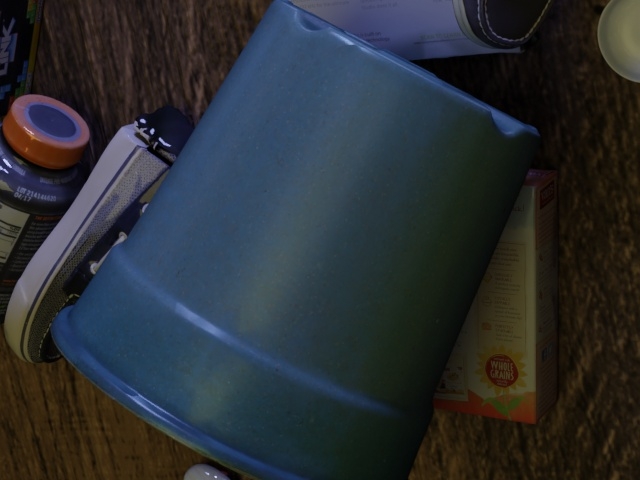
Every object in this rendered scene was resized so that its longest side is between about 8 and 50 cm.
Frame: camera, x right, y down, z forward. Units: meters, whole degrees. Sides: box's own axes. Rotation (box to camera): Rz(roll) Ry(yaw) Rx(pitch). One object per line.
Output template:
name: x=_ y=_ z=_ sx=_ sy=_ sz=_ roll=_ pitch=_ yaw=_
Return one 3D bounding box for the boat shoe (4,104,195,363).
boat shoe: x=-0.197 y=0.038 z=1.668 sx=0.158 sy=0.127 sz=0.340 roll=44 pitch=121 yaw=18

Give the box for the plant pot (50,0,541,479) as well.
plant pot: x=0.000 y=0.000 z=1.361 sx=0.341 sy=0.341 sz=0.334 roll=30 pitch=99 yaw=17

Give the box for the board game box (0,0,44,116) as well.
board game box: x=-0.349 y=-0.206 z=1.666 sx=0.048 sy=0.141 sz=0.170 roll=23 pitch=117 yaw=21

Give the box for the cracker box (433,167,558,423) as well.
cracker box: x=0.140 y=0.045 z=1.521 sx=0.155 sy=0.067 sz=0.232 roll=7 pitch=110 yaw=27

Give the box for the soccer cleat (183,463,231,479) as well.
soccer cleat: x=-0.094 y=0.332 z=1.741 sx=0.068 sy=0.076 sz=0.196 roll=-29 pitch=91 yaw=33

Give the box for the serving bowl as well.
serving bowl: x=0.282 y=-0.179 z=1.392 sx=0.083 sy=0.027 sz=0.083 roll=9 pitch=111 yaw=26

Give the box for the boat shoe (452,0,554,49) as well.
boat shoe: x=0.187 y=-0.291 z=1.330 sx=0.092 sy=0.102 sz=0.285 roll=40 pitch=114 yaw=62

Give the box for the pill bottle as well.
pill bottle: x=-0.331 y=-0.036 z=1.719 sx=0.130 sy=0.130 sz=0.246 roll=40 pitch=121 yaw=12

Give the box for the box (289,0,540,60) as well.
box: x=0.059 y=-0.318 z=1.439 sx=0.232 sy=0.058 sz=0.322 roll=-1 pitch=111 yaw=27
